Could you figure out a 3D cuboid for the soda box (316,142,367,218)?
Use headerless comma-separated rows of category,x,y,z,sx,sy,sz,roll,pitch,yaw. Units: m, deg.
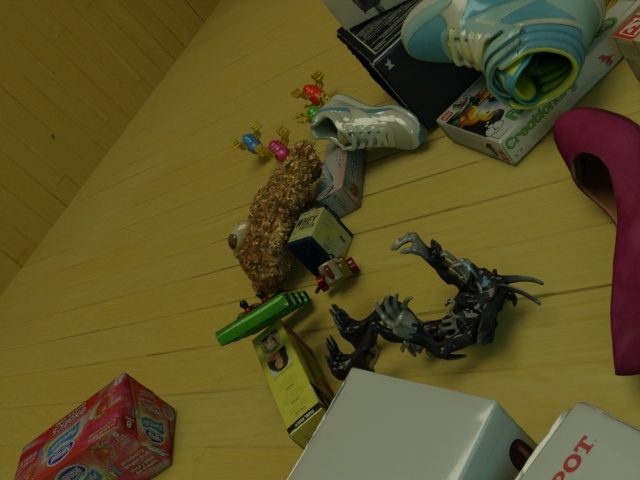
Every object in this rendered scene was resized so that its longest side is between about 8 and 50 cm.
soda box,0.042,-0.124,1.371,0.063,0.058,0.183,-28,31,28

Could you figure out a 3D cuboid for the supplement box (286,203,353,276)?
supplement box,0.000,0.000,1.229,0.056,0.083,0.083,-16,37,40

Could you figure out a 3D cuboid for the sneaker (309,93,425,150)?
sneaker,0.085,-0.199,1.335,0.229,0.087,0.092,18,53,37

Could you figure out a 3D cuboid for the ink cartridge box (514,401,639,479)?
ink cartridge box,0.247,0.276,0.475,0.226,0.131,0.306,-50,27,-9

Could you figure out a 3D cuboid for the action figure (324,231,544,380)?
action figure,0.123,0.081,0.899,0.276,0.141,0.164,-29,20,30

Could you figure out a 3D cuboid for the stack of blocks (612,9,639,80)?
stack of blocks,0.521,-0.251,0.874,0.171,0.087,0.297,-42,28,4

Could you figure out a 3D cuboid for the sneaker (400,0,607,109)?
sneaker,0.244,-0.283,1.086,0.319,0.127,0.208,-1,51,34

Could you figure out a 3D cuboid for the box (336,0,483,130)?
box,0.219,-0.399,1.376,0.296,0.183,0.294,-41,26,10

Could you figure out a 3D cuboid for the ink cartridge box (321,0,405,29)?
ink cartridge box,0.128,-0.515,1.353,0.237,0.100,0.172,-12,42,45

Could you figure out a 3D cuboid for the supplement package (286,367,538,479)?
supplement package,0.070,0.279,0.691,0.204,0.145,0.262,0,52,53

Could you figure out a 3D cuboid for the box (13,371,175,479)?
box,-0.373,0.353,1.200,0.257,0.122,0.128,-36,30,15

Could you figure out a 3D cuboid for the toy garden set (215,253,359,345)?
toy garden set,-0.045,0.075,1.086,0.204,0.049,0.244,-31,-6,3

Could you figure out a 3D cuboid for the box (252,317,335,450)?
box,-0.026,0.200,0.991,0.058,0.087,0.232,-41,27,2

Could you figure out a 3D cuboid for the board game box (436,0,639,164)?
board game box,0.347,-0.262,1.157,0.305,0.053,0.193,-45,29,-2

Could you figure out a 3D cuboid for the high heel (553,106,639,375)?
high heel,0.304,-0.022,0.797,0.181,0.127,0.377,-30,33,4

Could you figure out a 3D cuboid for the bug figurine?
bug figurine,-0.073,-0.270,1.709,0.279,0.072,0.216,-39,34,1

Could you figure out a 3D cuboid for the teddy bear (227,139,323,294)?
teddy bear,-0.090,-0.059,1.362,0.245,0.113,0.338,-31,30,52
